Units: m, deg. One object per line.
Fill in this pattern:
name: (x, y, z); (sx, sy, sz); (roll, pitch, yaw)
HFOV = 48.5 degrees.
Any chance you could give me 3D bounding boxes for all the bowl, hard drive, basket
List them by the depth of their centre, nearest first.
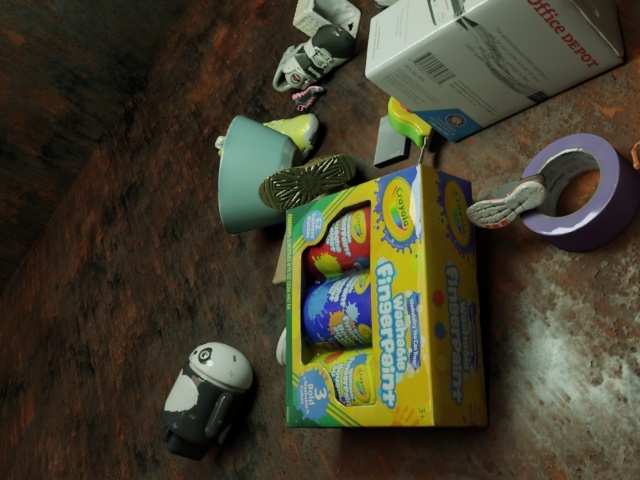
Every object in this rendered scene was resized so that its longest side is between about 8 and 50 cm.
hard drive: (0.175, -0.244, 1.691); (0.094, 0.022, 0.135); (-16, 56, 45)
bowl: (-0.143, -0.163, 1.849); (0.163, 0.311, 0.312); (6, 66, 7)
basket: (0.016, -0.635, 2.031); (0.103, 0.167, 0.113); (-20, 52, 52)

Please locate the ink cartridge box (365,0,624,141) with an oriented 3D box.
ink cartridge box: (0.328, -0.388, 1.367); (0.395, 0.285, 0.166); (-22, 51, 42)

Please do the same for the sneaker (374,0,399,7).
sneaker: (0.244, -0.761, 1.807); (0.410, 0.182, 0.158); (-28, 47, 38)

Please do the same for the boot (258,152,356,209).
boot: (-0.032, -0.143, 1.674); (0.236, 0.089, 0.269); (-16, 9, -3)

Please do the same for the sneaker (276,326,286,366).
sneaker: (-0.023, 0.209, 1.607); (0.094, 0.080, 0.212); (32, 105, 23)

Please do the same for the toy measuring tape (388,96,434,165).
toy measuring tape: (0.189, -0.238, 1.567); (0.121, 0.121, 0.330); (-12, 50, 47)

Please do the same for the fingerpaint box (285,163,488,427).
fingerpaint box: (0.104, 0.125, 1.335); (0.371, 0.163, 0.445); (-15, 70, 46)

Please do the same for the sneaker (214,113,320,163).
sneaker: (-0.157, -0.272, 2.020); (0.384, 0.147, 0.145); (-18, 53, 43)

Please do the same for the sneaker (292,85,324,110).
sneaker: (-0.031, -0.407, 2.050); (0.119, 0.047, 0.057); (-16, 77, 46)

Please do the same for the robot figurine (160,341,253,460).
robot figurine: (-0.279, 0.382, 1.712); (0.209, 0.173, 0.278); (27, 90, 23)

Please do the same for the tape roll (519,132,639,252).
tape roll: (0.435, -0.080, 1.207); (0.189, 0.080, 0.189); (-31, 46, 38)

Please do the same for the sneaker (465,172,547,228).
sneaker: (0.328, -0.071, 1.235); (0.158, 0.061, 0.065); (-22, 24, 41)

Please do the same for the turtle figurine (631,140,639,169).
turtle figurine: (0.602, -0.126, 1.023); (0.217, 0.087, 0.269); (-44, 30, 12)

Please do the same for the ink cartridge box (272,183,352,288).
ink cartridge box: (0.000, 0.000, 1.692); (0.193, 0.088, 0.235); (-13, 57, 48)

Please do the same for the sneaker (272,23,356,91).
sneaker: (-0.024, -0.497, 2.013); (0.330, 0.122, 0.146); (-13, 45, 58)
